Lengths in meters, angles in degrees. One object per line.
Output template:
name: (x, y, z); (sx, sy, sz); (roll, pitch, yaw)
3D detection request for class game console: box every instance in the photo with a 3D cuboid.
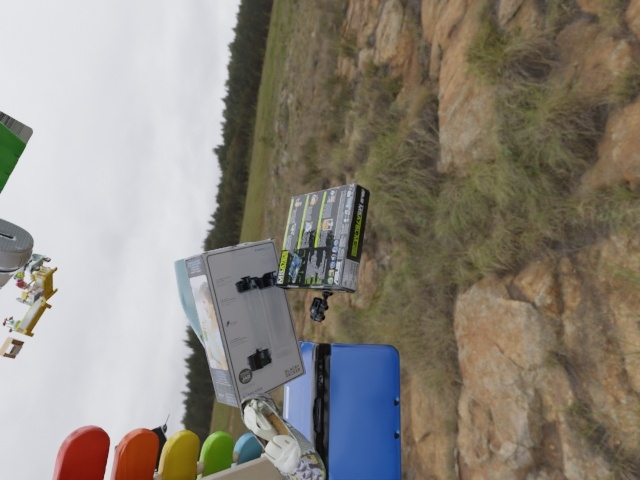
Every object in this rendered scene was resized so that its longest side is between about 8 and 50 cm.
game console: (0.039, 0.383, 0.943); (0.250, 0.173, 0.294); (-18, 68, 60)

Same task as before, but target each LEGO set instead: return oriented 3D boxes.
LEGO set: (-0.779, 0.152, 1.063); (0.132, 0.106, 0.287); (-85, 18, -78)

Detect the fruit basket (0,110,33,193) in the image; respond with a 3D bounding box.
fruit basket: (-0.833, -0.199, 0.827); (0.165, 0.352, 0.328); (-23, 52, 38)

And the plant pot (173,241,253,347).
plant pot: (-0.276, 0.199, 1.223); (0.252, 0.247, 0.247); (-111, 8, -45)

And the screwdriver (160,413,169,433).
screwdriver: (-0.493, 0.587, 1.317); (0.170, 0.025, 0.024); (156, 114, -81)

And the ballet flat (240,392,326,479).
ballet flat: (-0.042, 0.185, 0.381); (0.114, 0.041, 0.041); (32, 111, 44)

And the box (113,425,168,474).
box: (-0.278, 0.429, 0.676); (0.147, 0.077, 0.180); (45, 131, 34)

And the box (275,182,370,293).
box: (0.000, 0.000, 0.766); (0.184, 0.045, 0.191); (-8, 68, 49)

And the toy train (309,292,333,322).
toy train: (0.012, 0.085, 0.815); (0.027, 0.036, 0.159); (73, -146, -60)

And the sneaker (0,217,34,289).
sneaker: (-0.445, -0.011, 0.410); (0.091, 0.258, 0.094); (-51, 32, 12)

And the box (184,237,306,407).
box: (-0.147, 0.153, 0.819); (0.087, 0.169, 0.290); (-13, 91, 48)

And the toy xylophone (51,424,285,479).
toy xylophone: (-0.149, 0.310, 0.405); (0.081, 0.322, 0.237); (3, 75, 39)
